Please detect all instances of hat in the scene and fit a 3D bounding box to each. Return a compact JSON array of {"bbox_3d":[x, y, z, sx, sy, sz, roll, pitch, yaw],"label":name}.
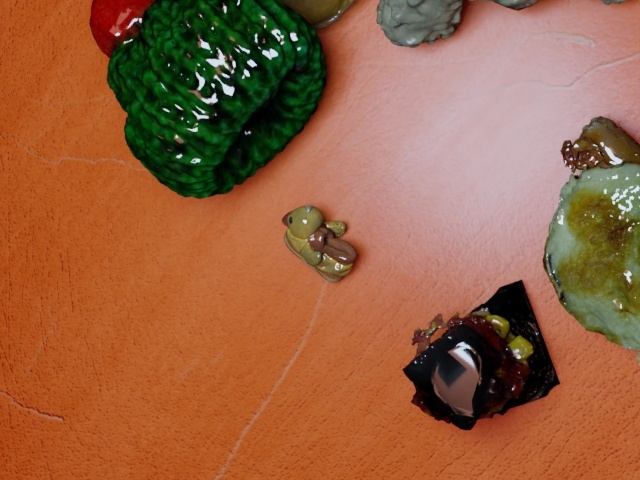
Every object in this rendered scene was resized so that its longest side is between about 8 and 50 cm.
[{"bbox_3d":[-0.177,-0.239,1.468,0.274,0.242,0.332,-46,68,-1],"label":"hat"}]

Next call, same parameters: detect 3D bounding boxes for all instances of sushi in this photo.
[{"bbox_3d":[0.187,0.157,1.425,0.172,0.150,0.153,-21,89,17],"label":"sushi"}]

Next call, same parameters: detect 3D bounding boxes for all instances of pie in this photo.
[{"bbox_3d":[0.389,0.007,1.354,0.274,0.105,0.257,24,109,34],"label":"pie"}]

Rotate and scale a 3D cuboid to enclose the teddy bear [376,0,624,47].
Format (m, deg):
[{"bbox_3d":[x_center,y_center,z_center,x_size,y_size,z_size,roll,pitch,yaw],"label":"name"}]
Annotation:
[{"bbox_3d":[0.204,-0.446,1.367,0.357,0.224,0.368,-12,76,19],"label":"teddy bear"}]

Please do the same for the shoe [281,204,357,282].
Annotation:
[{"bbox_3d":[0.003,0.000,1.510,0.109,0.072,0.069,60,145,9],"label":"shoe"}]

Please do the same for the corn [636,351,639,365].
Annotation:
[{"bbox_3d":[0.455,0.097,1.387,0.085,0.063,0.165,28,105,-9],"label":"corn"}]

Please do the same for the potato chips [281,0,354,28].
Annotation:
[{"bbox_3d":[-0.018,-0.373,1.487,0.150,0.049,0.202,-35,76,33],"label":"potato chips"}]
